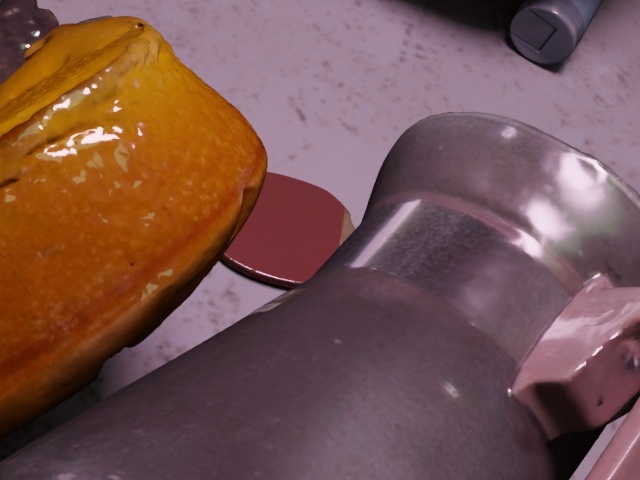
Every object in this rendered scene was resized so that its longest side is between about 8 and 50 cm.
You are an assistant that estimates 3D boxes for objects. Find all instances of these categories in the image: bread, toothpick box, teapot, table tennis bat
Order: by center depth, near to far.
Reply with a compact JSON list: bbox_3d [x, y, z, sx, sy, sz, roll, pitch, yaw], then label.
[{"bbox_3d":[0.028,0.112,0.713,0.344,0.300,0.253,-48,115,-30],"label":"teapot"},{"bbox_3d":[-0.153,0.007,0.743,0.270,0.195,0.142,-33,109,0],"label":"bread"},{"bbox_3d":[0.000,0.000,0.987,0.157,0.013,0.087,15,50,-6],"label":"table tennis bat"},{"bbox_3d":[0.181,-0.176,1.153,0.052,0.052,0.083,31,50,4],"label":"toothpick box"}]

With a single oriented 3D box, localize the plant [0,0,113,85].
[{"bbox_3d":[-0.175,-0.063,0.894,0.195,0.132,0.129,-18,62,-24],"label":"plant"}]
